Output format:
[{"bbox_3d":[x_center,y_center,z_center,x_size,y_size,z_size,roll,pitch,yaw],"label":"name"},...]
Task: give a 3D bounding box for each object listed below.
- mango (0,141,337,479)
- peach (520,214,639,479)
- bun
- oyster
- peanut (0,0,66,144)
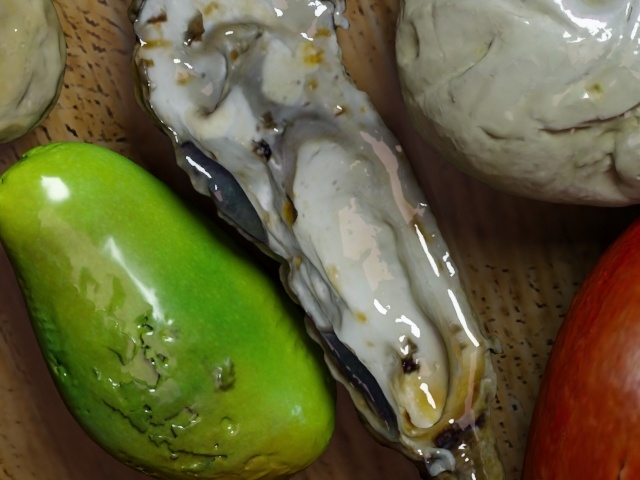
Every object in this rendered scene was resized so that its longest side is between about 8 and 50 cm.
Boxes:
[{"bbox_3d":[-0.086,0.044,0.998,0.111,0.125,0.233,-20,127,41],"label":"mango"},{"bbox_3d":[0.272,0.132,0.949,0.370,0.370,0.370,-1,110,-3],"label":"peach"},{"bbox_3d":[0.134,-0.107,0.921,0.193,0.128,0.178,16,80,15],"label":"bun"},{"bbox_3d":[0.002,-0.002,0.991,0.078,0.128,0.345,-16,108,47],"label":"oyster"},{"bbox_3d":[-0.194,-0.152,0.934,0.103,0.098,0.229,-28,110,-28],"label":"peanut"}]
